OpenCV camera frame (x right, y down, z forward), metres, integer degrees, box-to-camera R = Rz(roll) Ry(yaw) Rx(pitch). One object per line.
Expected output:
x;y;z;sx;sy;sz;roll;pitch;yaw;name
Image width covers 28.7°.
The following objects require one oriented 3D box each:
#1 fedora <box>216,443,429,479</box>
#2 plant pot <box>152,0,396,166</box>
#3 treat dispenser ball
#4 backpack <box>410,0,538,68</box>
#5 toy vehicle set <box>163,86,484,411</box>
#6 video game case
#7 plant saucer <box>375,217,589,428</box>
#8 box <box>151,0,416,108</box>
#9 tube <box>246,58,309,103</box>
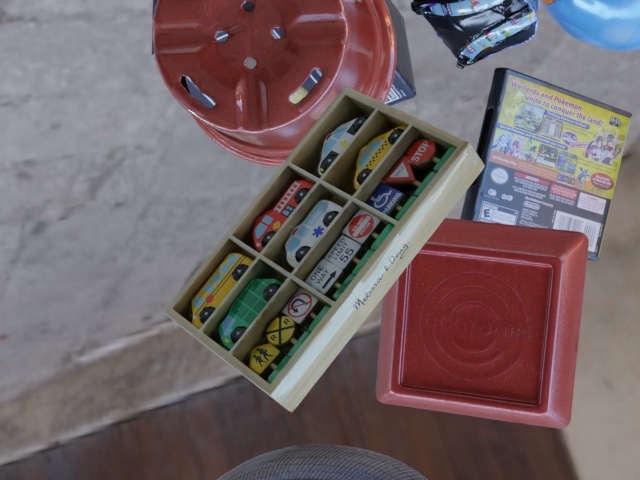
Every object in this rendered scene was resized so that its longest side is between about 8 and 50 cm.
0.003;0.301;1.093;0.275;0.244;0.124;-14;170;10;fedora
-0.059;-0.216;1.380;0.272;0.272;0.265;-20;-179;8;plant pot
0.464;-0.432;1.900;0.288;0.288;0.288;-16;162;-5;treat dispenser ball
0.249;-0.360;1.883;0.173;0.117;0.158;-14;129;46;backpack
0.000;0.000;1.080;0.267;0.166;0.035;-52;135;-9;toy vehicle set
0.358;-0.115;1.969;0.275;0.248;0.035;14;179;-31;video game case
0.199;0.106;1.598;0.258;0.259;0.048;6;-170;14;plant saucer
-0.055;-0.309;1.891;0.294;0.183;0.296;-20;142;20;box
-0.040;-0.187;1.743;0.070;0.062;0.240;-62;153;0;tube
